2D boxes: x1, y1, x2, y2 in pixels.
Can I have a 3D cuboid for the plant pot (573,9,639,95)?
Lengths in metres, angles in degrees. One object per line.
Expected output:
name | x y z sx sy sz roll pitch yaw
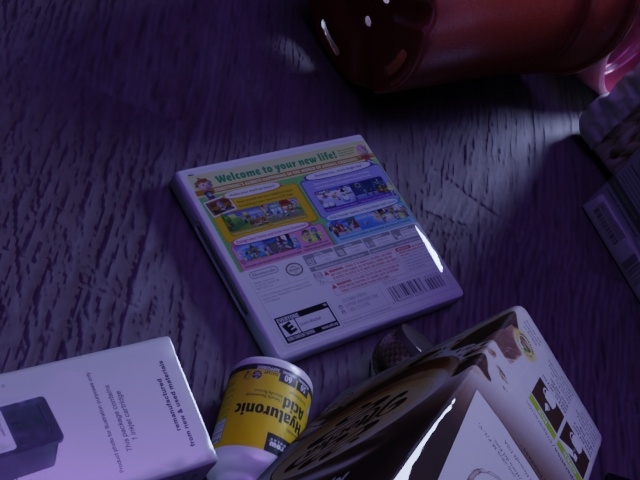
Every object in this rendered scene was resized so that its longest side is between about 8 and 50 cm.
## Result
plant pot | 0.345 -0.303 1.168 0.201 0.201 0.180 -19 51 -38

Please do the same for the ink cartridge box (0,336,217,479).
ink cartridge box | -0.186 0.144 0.548 0.208 0.153 0.086 -10 62 -33

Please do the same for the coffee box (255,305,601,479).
coffee box | 0.048 0.163 0.573 0.118 0.168 0.297 59 27 0

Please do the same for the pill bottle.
pill bottle | -0.046 0.147 0.682 0.065 0.065 0.116 23 49 -12

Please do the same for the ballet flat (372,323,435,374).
ballet flat | 0.134 0.172 0.773 0.250 0.058 0.084 45 12 2

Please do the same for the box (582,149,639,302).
box | 0.365 -0.033 0.961 0.038 0.186 0.145 -7 59 -32

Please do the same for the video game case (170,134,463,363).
video game case | 0.000 0.000 0.849 0.212 0.023 0.193 -16 65 -35

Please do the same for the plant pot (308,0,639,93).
plant pot | 0.146 -0.281 0.999 0.265 0.272 0.272 -20 67 -30

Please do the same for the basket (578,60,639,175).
basket | 0.536 -0.128 1.043 0.328 0.331 0.266 -11 67 -34

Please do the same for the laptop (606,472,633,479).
laptop | 0.370 0.305 0.737 0.234 0.264 0.136 19 85 -14
